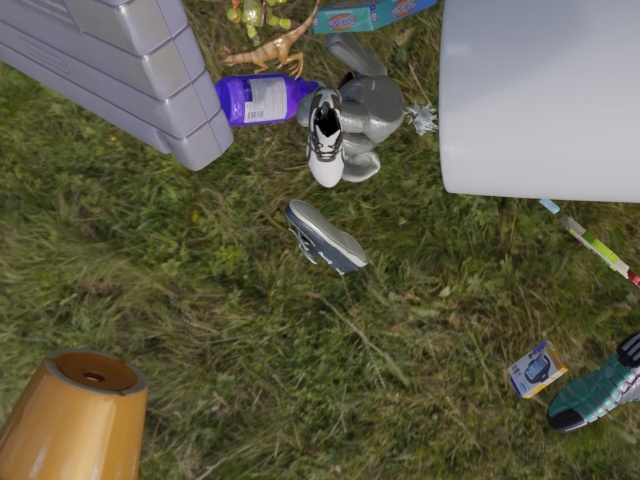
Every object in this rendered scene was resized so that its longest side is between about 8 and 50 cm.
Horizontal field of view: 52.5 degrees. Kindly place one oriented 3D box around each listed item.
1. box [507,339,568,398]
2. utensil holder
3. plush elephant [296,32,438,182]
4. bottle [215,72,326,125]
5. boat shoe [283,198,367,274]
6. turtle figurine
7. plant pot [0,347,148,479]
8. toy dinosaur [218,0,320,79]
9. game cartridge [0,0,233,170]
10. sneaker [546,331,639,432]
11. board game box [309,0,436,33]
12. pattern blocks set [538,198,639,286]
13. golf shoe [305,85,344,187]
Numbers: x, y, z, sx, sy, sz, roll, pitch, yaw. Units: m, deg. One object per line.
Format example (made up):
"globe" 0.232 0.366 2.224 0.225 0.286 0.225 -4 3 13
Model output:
"box" 0.491 0.300 1.493 0.136 0.028 0.081 -46 41 26
"utensil holder" 0.366 -0.205 0.858 0.386 0.327 0.327 2 97 16
"plush elephant" 0.079 -0.294 1.544 0.330 0.255 0.271 20 66 -19
"bottle" -0.114 -0.348 1.578 0.092 0.283 0.118 22 120 50
"boat shoe" 0.000 0.000 1.313 0.079 0.254 0.095 -34 53 18
"turtle figurine" -0.153 -0.569 1.579 0.087 0.217 0.269 -9 101 50
"plant pot" -0.304 0.244 0.803 0.205 0.205 0.188 21 96 13
"toy dinosaur" -0.060 -0.316 1.047 0.212 0.112 0.064 -28 68 10
"game cartridge" -0.229 -0.211 0.515 0.355 0.230 0.068 30 60 30
"sneaker" 0.479 0.252 1.057 0.098 0.083 0.224 38 108 -23
"board game box" 0.108 -0.471 1.314 0.160 0.210 0.047 16 128 44
"pattern blocks set" 0.619 0.010 1.472 0.325 0.285 0.026 45 105 16
"golf shoe" 0.006 -0.181 1.206 0.077 0.094 0.198 -3 116 4
